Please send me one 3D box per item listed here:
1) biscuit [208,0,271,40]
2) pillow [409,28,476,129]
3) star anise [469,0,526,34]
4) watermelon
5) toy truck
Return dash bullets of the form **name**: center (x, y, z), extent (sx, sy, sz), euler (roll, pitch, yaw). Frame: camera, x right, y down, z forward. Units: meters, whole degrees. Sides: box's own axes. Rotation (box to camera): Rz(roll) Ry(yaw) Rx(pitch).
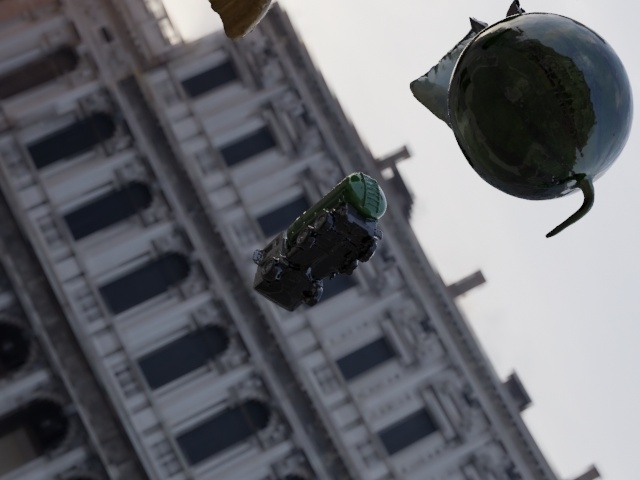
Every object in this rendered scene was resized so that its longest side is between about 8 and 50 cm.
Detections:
- **biscuit**: center (-0.144, -0.437, 2.157), extent (0.224, 0.144, 0.033), euler (61, 7, 10)
- **pillow**: center (0.280, -0.316, 2.644), extent (0.128, 0.229, 0.051), euler (47, -28, -1)
- **star anise**: center (0.341, -0.289, 2.348), extent (0.129, 0.212, 0.283), euler (120, -36, -71)
- **watermelon**: center (0.229, -0.126, 1.382), extent (0.215, 0.188, 0.188), euler (59, -17, 22)
- **toy truck**: center (0.000, 0.000, 2.093), extent (0.101, 0.242, 0.125), euler (32, 38, -24)
